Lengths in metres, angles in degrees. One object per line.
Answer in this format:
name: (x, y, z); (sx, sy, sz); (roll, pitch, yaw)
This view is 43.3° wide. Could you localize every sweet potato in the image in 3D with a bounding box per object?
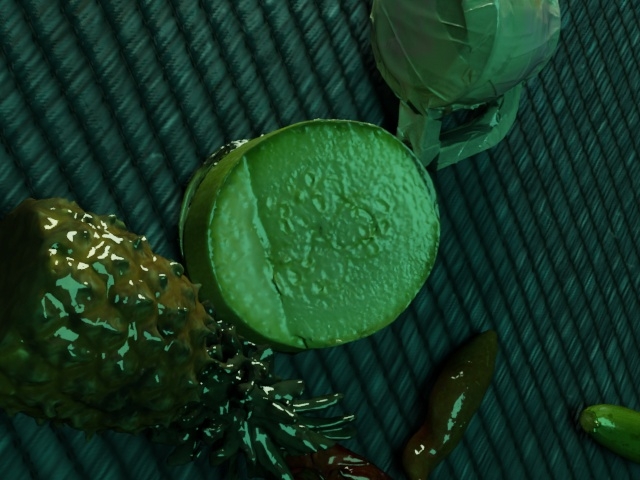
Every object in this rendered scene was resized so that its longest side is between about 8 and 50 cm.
sweet potato: (0.138, 0.170, 0.848); (0.058, 0.055, 0.202); (46, 64, -22)

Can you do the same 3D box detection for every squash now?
squash: (0.395, 0.243, 0.997); (0.201, 0.066, 0.066); (22, 75, -29)
squash: (-0.014, 0.002, 0.730); (0.220, 0.133, 0.220); (0, 89, -27)

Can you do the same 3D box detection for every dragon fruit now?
dragon fruit: (0.017, 0.250, 0.752); (0.162, 0.083, 0.106); (39, 69, -26)

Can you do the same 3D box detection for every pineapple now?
pineapple: (-0.113, 0.103, 0.650); (0.340, 0.169, 0.169); (32, 70, -35)

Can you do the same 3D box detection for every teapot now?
teapot: (0.167, -0.193, 0.835); (0.178, 0.163, 0.221); (-11, 92, -40)
